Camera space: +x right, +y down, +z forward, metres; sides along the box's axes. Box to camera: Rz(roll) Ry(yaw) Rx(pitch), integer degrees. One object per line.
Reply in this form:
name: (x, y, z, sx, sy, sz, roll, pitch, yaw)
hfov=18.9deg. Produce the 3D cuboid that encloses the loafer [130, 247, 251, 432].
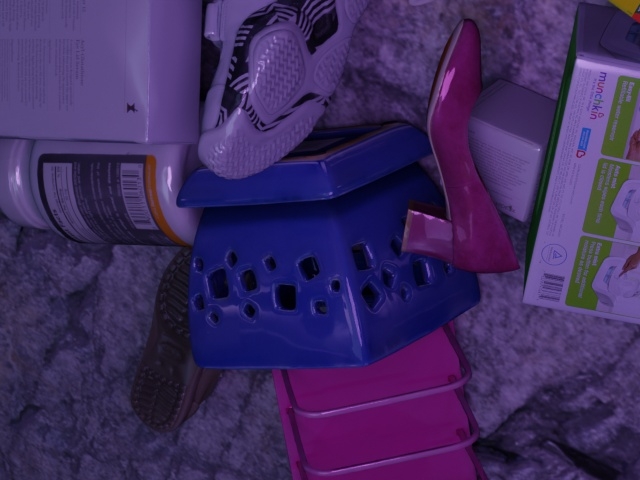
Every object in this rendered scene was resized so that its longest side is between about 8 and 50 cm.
loafer: (-0.141, 0.096, 2.226, 0.102, 0.092, 0.269, 33, 113, 15)

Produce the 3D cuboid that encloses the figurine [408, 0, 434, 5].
figurine: (0.154, -0.312, 1.690, 0.092, 0.209, 0.215, -116, 8, -46)

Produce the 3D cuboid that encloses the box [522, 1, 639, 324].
box: (0.319, -0.057, 1.735, 0.231, 0.127, 0.262, 9, 122, 3)

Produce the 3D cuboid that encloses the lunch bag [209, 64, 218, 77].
lunch bag: (-0.079, -0.169, 2.060, 0.071, 0.053, 0.083, 58, 157, -4)

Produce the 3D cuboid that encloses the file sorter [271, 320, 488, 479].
file sorter: (0.074, 0.252, 2.036, 0.202, 0.182, 0.291, -11, 112, -3)

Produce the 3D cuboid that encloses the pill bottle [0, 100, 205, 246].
pill bottle: (-0.223, -0.076, 2.143, 0.278, 0.162, 0.162, 2, 115, 36)

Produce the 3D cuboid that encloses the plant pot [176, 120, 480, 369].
plant pot: (0.000, 0.000, 1.983, 0.236, 0.236, 0.212, -3, 105, 37)

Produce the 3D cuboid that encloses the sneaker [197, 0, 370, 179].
sneaker: (-0.069, -0.250, 1.890, 0.210, 0.137, 0.366, 25, 91, 33)

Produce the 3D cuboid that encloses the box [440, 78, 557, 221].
box: (0.188, -0.089, 1.879, 0.102, 0.101, 0.087, 26, 125, 23)

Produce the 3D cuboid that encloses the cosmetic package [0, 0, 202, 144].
cosmetic package: (-0.259, -0.292, 2.015, 0.284, 0.097, 0.377, 5, 95, 36)

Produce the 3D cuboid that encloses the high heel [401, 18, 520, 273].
high heel: (0.152, -0.084, 1.805, 0.117, 0.082, 0.244, 11, 107, 1)

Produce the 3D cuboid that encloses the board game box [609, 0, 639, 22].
board game box: (0.298, -0.249, 1.661, 0.092, 0.181, 0.043, 38, 130, 13)
